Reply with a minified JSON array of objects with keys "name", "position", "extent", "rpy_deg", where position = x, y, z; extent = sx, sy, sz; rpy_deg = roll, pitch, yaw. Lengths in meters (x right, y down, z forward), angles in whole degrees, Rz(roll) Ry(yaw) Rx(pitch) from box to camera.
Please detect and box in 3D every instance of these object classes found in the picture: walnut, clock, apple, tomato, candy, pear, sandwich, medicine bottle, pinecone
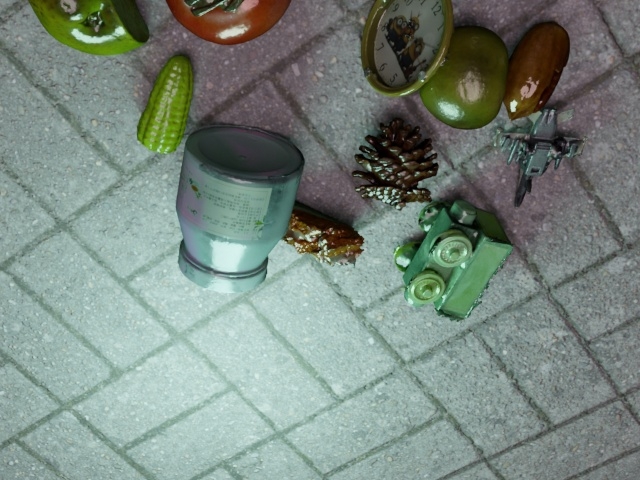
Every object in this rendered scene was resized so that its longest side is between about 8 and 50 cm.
[{"name":"walnut","position":[0.413,-0.325,1.569],"extent":[0.115,0.116,0.207],"rpy_deg":[25,90,-13]},{"name":"clock","position":[0.169,-0.378,1.512],"extent":[0.057,0.237,0.237],"rpy_deg":[9,126,-38]},{"name":"apple","position":[0.274,-0.312,1.550],"extent":[0.157,0.196,0.196],"rpy_deg":[9,121,-7]},{"name":"tomato","position":[-0.168,-0.481,1.435],"extent":[0.255,0.224,0.256],"rpy_deg":[3,124,4]},{"name":"candy","position":[-0.307,-0.278,1.640],"extent":[0.096,0.097,0.209],"rpy_deg":[18,118,-10]},{"name":"pear","position":[-0.435,-0.439,1.457],"extent":[0.159,0.292,0.292],"rpy_deg":[-19,120,1]},{"name":"sandwich","position":[-0.008,-0.004,1.764],"extent":[0.184,0.160,0.109],"rpy_deg":[22,100,-21]},{"name":"medicine bottle","position":[-0.178,-0.061,1.682],"extent":[0.245,0.245,0.290],"rpy_deg":[11,121,-5]},{"name":"pinecone","position":[0.155,-0.155,1.670],"extent":[0.179,0.150,0.195],"rpy_deg":[2,121,0]}]

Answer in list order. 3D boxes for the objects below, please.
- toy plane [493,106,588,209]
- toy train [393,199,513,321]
[{"name":"toy plane","position":[0.447,-0.163,1.696],"extent":[0.192,0.088,0.262],"rpy_deg":[5,122,-3]},{"name":"toy train","position":[0.287,0.040,1.789],"extent":[0.188,0.159,0.272],"rpy_deg":[15,121,-19]}]
